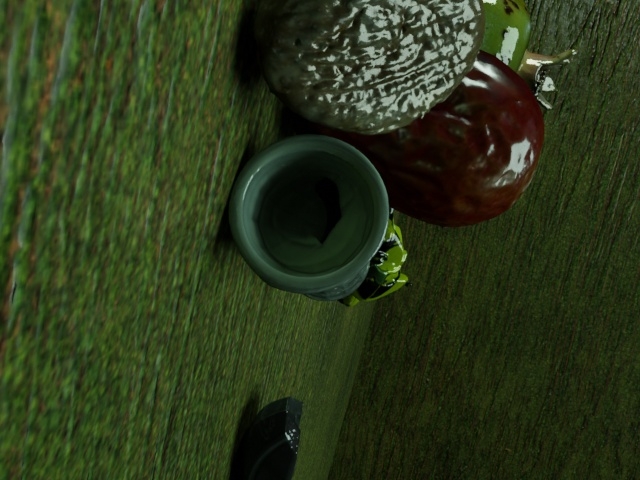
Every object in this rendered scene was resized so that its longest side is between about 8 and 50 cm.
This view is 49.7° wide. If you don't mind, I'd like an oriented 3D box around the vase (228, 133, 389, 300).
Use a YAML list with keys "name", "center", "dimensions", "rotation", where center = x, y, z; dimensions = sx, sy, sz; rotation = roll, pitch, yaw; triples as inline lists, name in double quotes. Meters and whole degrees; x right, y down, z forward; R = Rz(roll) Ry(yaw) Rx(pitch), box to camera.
- name: "vase"
  center: [0.000, 0.000, 0.748]
  dimensions: [0.299, 0.143, 0.143]
  rotation: [64, 42, -79]

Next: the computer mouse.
- name: "computer mouse"
  center: [-0.081, 0.309, 0.988]
  dimensions: [0.126, 0.071, 0.231]
  rotation: [-85, -168, -50]

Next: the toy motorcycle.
- name: "toy motorcycle"
  center: [0.095, -0.033, 1.230]
  dimensions: [0.206, 0.142, 0.342]
  rotation: [30, -72, 60]

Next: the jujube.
- name: "jujube"
  center: [0.102, -0.120, 0.722]
  dimensions: [0.190, 0.255, 0.190]
  rotation: [-165, -90, -75]

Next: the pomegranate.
- name: "pomegranate"
  center: [0.281, -0.332, 1.278]
  dimensions: [0.291, 0.323, 0.291]
  rotation: [-47, 167, -14]

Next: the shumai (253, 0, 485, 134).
- name: "shumai"
  center: [0.028, -0.191, 0.596]
  dimensions: [0.153, 0.209, 0.161]
  rotation: [53, -28, 43]
